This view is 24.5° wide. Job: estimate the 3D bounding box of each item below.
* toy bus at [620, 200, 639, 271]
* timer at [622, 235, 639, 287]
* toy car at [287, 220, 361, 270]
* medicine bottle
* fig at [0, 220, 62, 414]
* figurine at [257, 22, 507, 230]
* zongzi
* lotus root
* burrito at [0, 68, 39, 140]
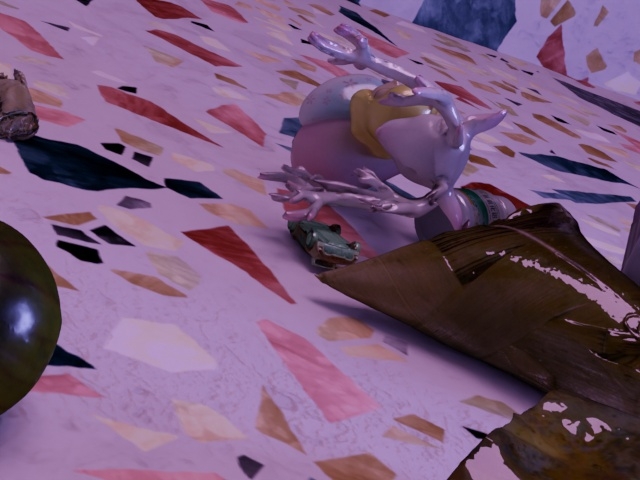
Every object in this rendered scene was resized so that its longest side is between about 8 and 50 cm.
[{"bbox_3d":[0.427,0.048,1.708,0.142,0.202,0.142,20,-15,-15],"label":"toy bus"},{"bbox_3d":[0.428,0.068,1.483,0.194,0.195,0.192,-13,52,-27],"label":"timer"},{"bbox_3d":[0.000,0.000,1.577,0.059,0.035,0.122,13,10,-22],"label":"toy car"},{"bbox_3d":[0.181,-0.024,1.797,0.080,0.080,0.130,34,21,33],"label":"medicine bottle"},{"bbox_3d":[-0.233,0.068,1.002,0.151,0.151,0.259,28,-9,18],"label":"fig"},{"bbox_3d":[0.056,-0.107,1.651,0.284,0.206,0.316,12,0,-23],"label":"figurine"},{"bbox_3d":[0.181,0.090,1.418,0.300,0.145,0.274,-7,35,-27],"label":"zongzi"},{"bbox_3d":[0.225,0.227,0.993,0.260,0.149,0.267,30,22,26],"label":"lotus root"},{"bbox_3d":[-0.333,-0.146,1.590,0.055,0.041,0.149,2,26,-18],"label":"burrito"}]
